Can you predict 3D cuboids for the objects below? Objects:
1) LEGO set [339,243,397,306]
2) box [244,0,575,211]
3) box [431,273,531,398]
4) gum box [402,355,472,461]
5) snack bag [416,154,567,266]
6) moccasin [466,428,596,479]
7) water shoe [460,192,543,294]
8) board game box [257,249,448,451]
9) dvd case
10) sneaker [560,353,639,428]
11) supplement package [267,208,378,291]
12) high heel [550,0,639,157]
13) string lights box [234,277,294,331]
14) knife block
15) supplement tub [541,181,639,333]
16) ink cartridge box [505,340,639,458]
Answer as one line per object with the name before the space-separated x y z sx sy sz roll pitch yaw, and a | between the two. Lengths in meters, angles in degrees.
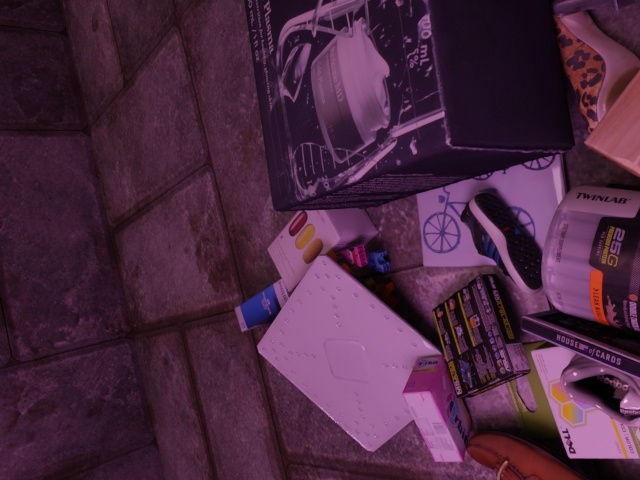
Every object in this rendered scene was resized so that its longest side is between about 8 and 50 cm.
LEGO set | 0.111 0.098 1.232 0.093 0.087 0.227 10 120 53
box | 0.115 -0.326 0.925 0.472 0.297 0.479 -13 84 55
box | 0.297 0.186 1.011 0.184 0.045 0.190 121 143 -55
gum box | 0.241 0.344 1.070 0.062 0.107 0.188 -15 109 34
snack bag | 0.307 -0.116 1.012 0.323 0.037 0.342 -5 94 48
moccasin | 0.390 0.450 0.904 0.139 0.147 0.380 48 166 -31
water shoe | 0.327 0.010 0.952 0.203 0.073 0.080 66 158 20
board game box | 0.074 0.267 1.237 0.390 0.050 0.390 40 129 8
dvd case | 0.445 0.144 0.764 0.239 0.179 0.029 23 114 58
sneaker | 0.465 0.222 0.697 0.292 0.118 0.110 9 92 42
supplement package | 0.000 0.000 1.303 0.244 0.134 0.139 -48 63 42
high heel | 0.413 -0.269 0.855 0.186 0.093 0.261 -143 41 -65
string lights box | -0.112 0.171 1.463 0.260 0.133 0.076 -34 72 46
knife block | 0.477 -0.237 0.653 0.088 0.276 0.242 45 158 34
supplement tub | 0.496 0.039 0.701 0.338 0.207 0.207 14 108 46
ink cartridge box | 0.417 0.269 0.919 0.255 0.097 0.188 -26 78 47
